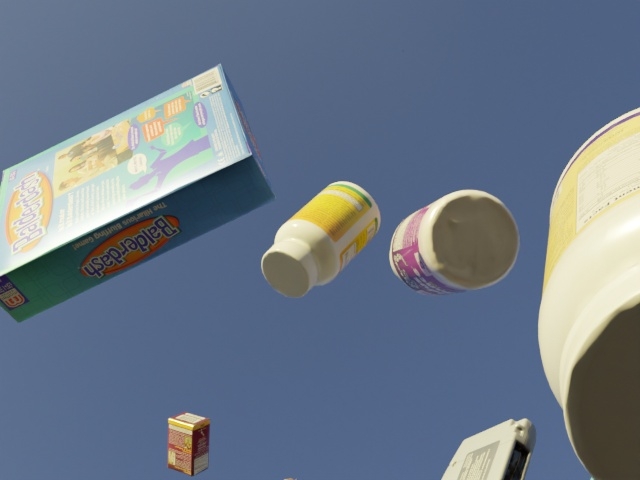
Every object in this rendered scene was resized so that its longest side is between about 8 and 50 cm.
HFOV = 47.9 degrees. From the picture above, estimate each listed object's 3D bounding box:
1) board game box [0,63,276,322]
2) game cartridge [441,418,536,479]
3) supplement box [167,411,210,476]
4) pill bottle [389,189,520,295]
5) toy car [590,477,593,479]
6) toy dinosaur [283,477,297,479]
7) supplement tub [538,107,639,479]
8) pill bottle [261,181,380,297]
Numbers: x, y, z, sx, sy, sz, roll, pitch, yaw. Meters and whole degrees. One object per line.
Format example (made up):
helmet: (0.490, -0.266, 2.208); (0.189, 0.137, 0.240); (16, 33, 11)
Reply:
board game box: (-0.151, -0.044, 0.563); (0.210, 0.160, 0.047); (-25, -51, 3)
game cartridge: (0.269, 0.460, 1.273); (0.062, 0.297, 0.198); (38, -42, -1)
supplement box: (-0.209, 0.322, 1.142); (0.055, 0.043, 0.083); (7, -83, 30)
pill bottle: (0.224, 0.016, 1.310); (0.169, 0.301, 0.169); (1, -98, -9)
toy car: (0.469, 0.530, 1.156); (0.238, 0.219, 0.210); (-44, -89, 7)
toy dinosaur: (-0.112, 0.442, 1.121); (0.112, 0.211, 0.064); (6, -48, 32)
supplement tub: (0.299, 0.038, 0.562); (0.241, 0.331, 0.241); (8, -64, 16)
pill bottle: (0.000, 0.000, 1.155); (0.117, 0.208, 0.118); (19, -50, 25)
